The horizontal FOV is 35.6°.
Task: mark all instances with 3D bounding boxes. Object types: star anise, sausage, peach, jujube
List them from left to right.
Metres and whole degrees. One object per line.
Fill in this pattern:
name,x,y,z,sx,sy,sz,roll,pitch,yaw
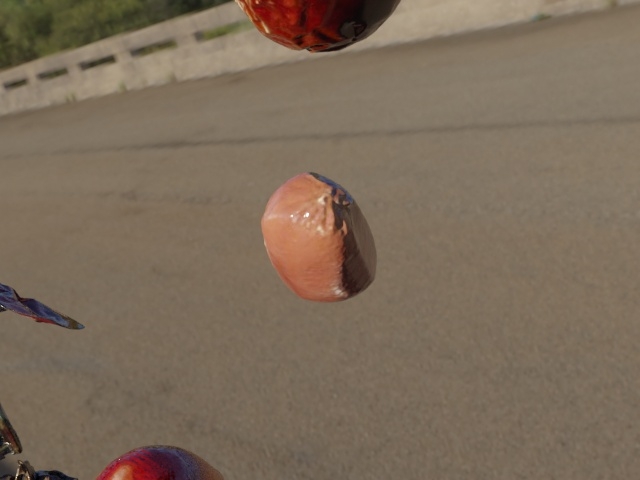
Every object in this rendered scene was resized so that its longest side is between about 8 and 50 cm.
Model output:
star anise,-0.467,0.391,1.572,0.129,0.124,0.056,-36,42,28
peach,-0.249,0.383,1.484,0.267,0.159,0.154,-28,-23,-39
jujube,-0.019,-0.305,1.023,0.190,0.255,0.190,-15,57,25
sausage,0.000,0.000,1.349,0.148,0.254,0.148,-8,57,13

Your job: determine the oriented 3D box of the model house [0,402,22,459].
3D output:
model house,-0.562,0.288,1.533,0.152,0.106,0.165,-30,57,-21

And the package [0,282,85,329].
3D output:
package,-0.565,0.104,1.752,0.269,0.071,0.194,10,2,14
